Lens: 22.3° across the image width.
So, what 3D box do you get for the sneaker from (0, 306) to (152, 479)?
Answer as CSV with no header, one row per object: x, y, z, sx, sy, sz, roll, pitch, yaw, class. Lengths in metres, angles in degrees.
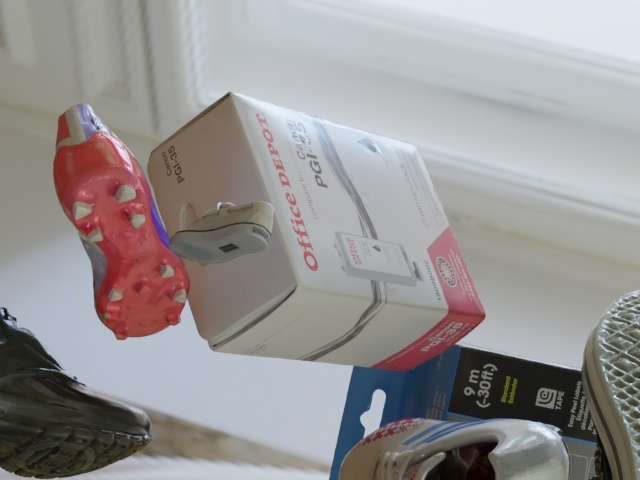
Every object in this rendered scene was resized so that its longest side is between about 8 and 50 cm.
-0.249,0.109,1.275,0.286,0.109,0.130,22,53,-41,sneaker

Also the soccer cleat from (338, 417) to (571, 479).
0.113,0.248,1.749,0.143,0.331,0.116,-6,82,-45,soccer cleat

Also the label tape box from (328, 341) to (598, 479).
0.191,0.251,1.958,0.106,0.333,0.241,-163,-95,-87,label tape box

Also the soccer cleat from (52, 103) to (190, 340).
-0.161,-0.007,1.304,0.248,0.083,0.095,78,-6,-57,soccer cleat

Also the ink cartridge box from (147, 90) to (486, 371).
0.000,0.000,1.491,0.283,0.117,0.207,11,52,-50,ink cartridge box

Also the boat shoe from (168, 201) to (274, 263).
-0.068,-0.009,1.132,0.035,0.100,0.035,33,62,-30,boat shoe

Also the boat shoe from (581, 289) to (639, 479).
0.331,0.209,1.483,0.500,0.186,0.156,-80,173,-58,boat shoe
